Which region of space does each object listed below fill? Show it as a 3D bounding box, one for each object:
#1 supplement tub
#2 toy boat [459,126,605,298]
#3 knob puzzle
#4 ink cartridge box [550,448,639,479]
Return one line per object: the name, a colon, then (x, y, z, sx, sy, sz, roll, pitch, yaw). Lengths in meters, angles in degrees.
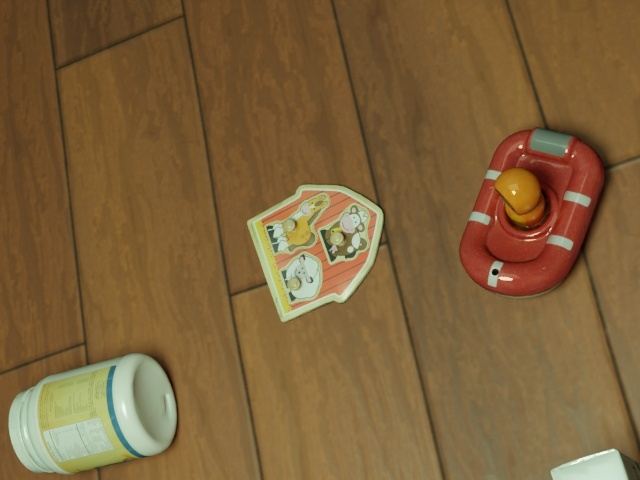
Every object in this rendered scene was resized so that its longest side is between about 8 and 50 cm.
supplement tub: (-0.318, 0.247, 1.579, 0.199, 0.144, 0.144, -16, 66, 19)
toy boat: (0.257, -0.044, 1.419, 0.151, 0.151, 0.231, 17, 80, 28)
knob puzzle: (0.000, 0.000, 1.588, 0.213, 0.030, 0.213, -8, 69, 21)
ink cartridge box: (0.332, 0.317, 1.237, 0.082, 0.190, 0.140, -22, 64, 17)
